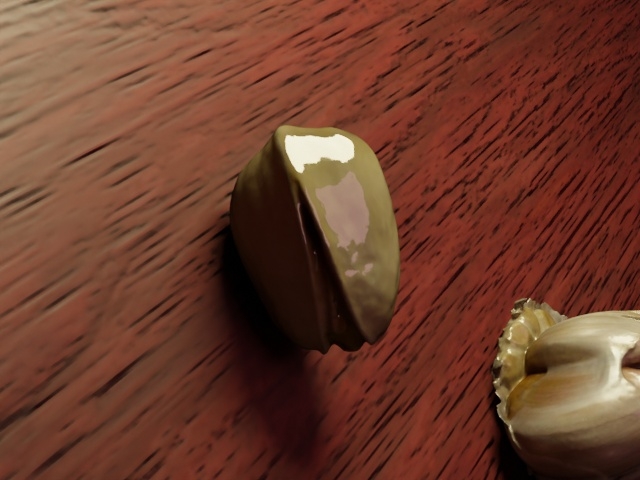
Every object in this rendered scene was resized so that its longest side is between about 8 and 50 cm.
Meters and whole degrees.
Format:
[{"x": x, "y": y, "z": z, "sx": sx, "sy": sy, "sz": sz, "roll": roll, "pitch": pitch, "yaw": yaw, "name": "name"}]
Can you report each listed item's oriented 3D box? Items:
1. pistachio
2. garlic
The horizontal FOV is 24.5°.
[{"x": 0.000, "y": 0.000, "z": 0.944, "sx": 0.113, "sy": 0.113, "sz": 0.149, "roll": -5, "pitch": 72, "yaw": -60, "name": "pistachio"}, {"x": 0.249, "y": 0.098, "z": 1.196, "sx": 0.207, "sy": 0.256, "sz": 0.207, "roll": 40, "pitch": -9, "yaw": 7, "name": "garlic"}]
